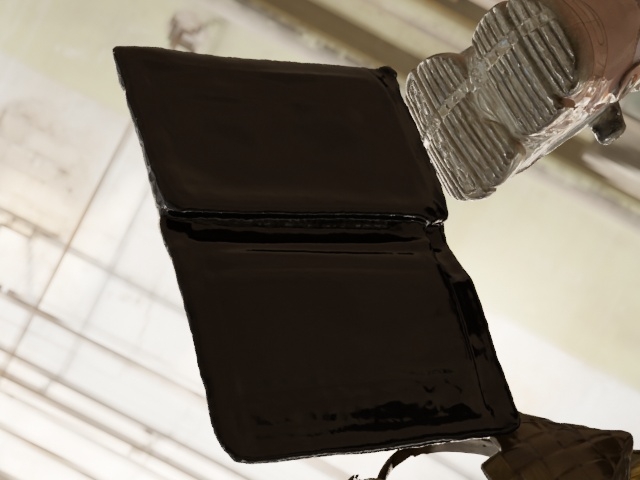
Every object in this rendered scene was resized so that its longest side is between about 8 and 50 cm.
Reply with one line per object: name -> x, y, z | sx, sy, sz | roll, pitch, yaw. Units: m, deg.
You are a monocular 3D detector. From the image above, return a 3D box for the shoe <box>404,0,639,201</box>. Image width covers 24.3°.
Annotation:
shoe -> 0.244, -0.166, 1.653 | 0.198, 0.172, 0.351 | -20, 173, -28

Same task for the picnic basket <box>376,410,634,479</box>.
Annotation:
picnic basket -> 0.126, 0.191, 1.054 | 0.178, 0.137, 0.128 | 6, -148, 11

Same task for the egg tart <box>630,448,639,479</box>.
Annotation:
egg tart -> 0.267, 0.387, 1.251 | 0.178, 0.443, 0.443 | 23, -173, -46

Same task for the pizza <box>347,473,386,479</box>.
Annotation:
pizza -> -0.010, 0.182, 0.710 | 0.041, 0.178, 0.131 | 40, -149, 20

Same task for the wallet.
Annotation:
wallet -> 0.000, 0.000, 1.031 | 0.247, 0.041, 0.323 | 1, -121, -34
